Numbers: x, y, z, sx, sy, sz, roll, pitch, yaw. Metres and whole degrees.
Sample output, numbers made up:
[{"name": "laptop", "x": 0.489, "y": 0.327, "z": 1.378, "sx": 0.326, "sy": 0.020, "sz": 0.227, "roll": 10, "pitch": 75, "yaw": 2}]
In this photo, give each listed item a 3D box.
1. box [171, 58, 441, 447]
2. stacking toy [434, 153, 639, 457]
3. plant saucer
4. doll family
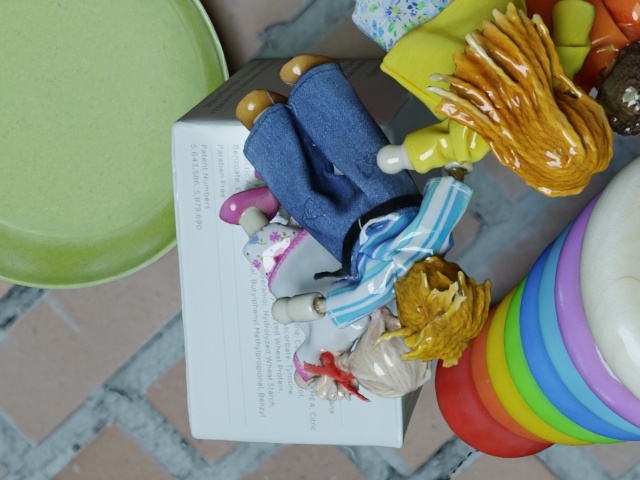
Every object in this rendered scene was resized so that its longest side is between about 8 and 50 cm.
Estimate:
[{"name": "box", "x": 0.000, "y": 0.000, "z": 0.965, "sx": 0.119, "sy": 0.181, "sz": 0.182, "roll": 1, "pitch": 106, "yaw": 11}, {"name": "stacking toy", "x": 0.140, "y": 0.053, "z": 0.905, "sx": 0.141, "sy": 0.330, "sz": 0.141, "roll": 4, "pitch": 75, "yaw": -16}, {"name": "plant saucer", "x": -0.167, "y": -0.089, "z": 1.047, "sx": 0.241, "sy": 0.037, "sz": 0.241, "roll": 3, "pitch": 109, "yaw": 10}, {"name": "doll family", "x": 0.041, "y": -0.035, "z": 0.753, "sx": 0.263, "sy": 0.118, "sz": 0.163, "roll": -49, "pitch": 56, "yaw": 19}]
